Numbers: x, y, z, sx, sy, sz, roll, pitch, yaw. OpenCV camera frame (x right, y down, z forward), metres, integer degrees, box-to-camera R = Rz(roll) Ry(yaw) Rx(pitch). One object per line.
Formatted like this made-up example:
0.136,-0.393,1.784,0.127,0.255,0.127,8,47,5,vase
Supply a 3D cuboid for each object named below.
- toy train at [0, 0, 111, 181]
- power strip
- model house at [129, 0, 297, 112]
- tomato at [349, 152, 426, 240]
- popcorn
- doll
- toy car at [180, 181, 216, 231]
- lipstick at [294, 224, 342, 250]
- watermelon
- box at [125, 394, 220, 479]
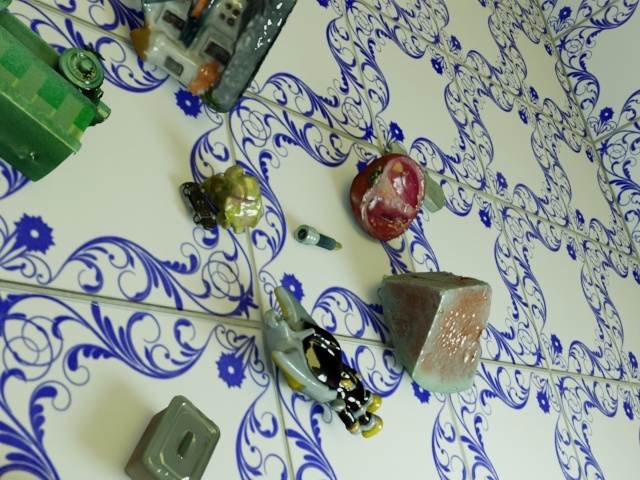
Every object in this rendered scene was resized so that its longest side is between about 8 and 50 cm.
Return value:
-0.429,-0.230,1.139,0.301,0.120,0.202,41,42,-26,toy train
0.216,-0.151,1.985,0.227,0.029,0.080,42,40,-26,power strip
-0.220,-0.405,1.441,0.301,0.271,0.190,30,26,-13,model house
0.130,-0.096,1.781,0.189,0.099,0.173,-54,134,-13,tomato
-0.143,-0.069,1.418,0.109,0.089,0.097,64,-12,-25,popcorn
0.003,0.207,1.377,0.316,0.103,0.145,46,51,-32,doll
-0.200,-0.055,1.380,0.041,0.025,0.093,-1,63,-51,toy car
0.000,0.000,1.593,0.116,0.037,0.037,21,49,-50,lipstick
0.247,0.159,1.640,0.213,0.201,0.261,2,67,-42,watermelon
-0.195,0.276,1.105,0.089,0.062,0.122,47,35,-18,box
